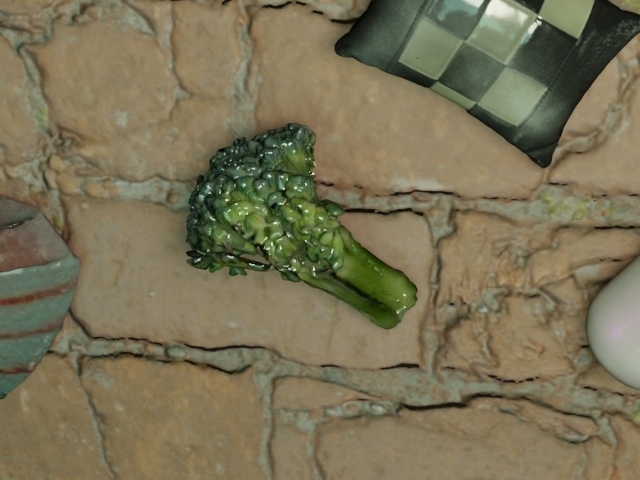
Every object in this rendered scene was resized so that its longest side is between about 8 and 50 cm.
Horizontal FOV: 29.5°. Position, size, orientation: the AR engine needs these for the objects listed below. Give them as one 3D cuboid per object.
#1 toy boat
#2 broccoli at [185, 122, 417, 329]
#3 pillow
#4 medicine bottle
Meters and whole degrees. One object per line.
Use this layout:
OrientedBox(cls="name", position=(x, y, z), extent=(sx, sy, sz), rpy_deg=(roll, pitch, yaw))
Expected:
OrientedBox(cls="toy boat", position=(-0.378, 0.082, 1.423), extent=(0.206, 0.096, 0.282), rpy_deg=(-2, 123, -3))
OrientedBox(cls="broccoli", position=(0.003, -0.006, 1.244), extent=(0.274, 0.198, 0.177), rpy_deg=(30, 71, -10))
OrientedBox(cls="pillow", position=(0.161, -0.197, 1.165), extent=(0.250, 0.106, 0.186), rpy_deg=(29, 122, -7))
OrientedBox(cls="medicine bottle", position=(0.406, 0.018, 1.195), extent=(0.130, 0.130, 0.341), rpy_deg=(40, 115, -7))
